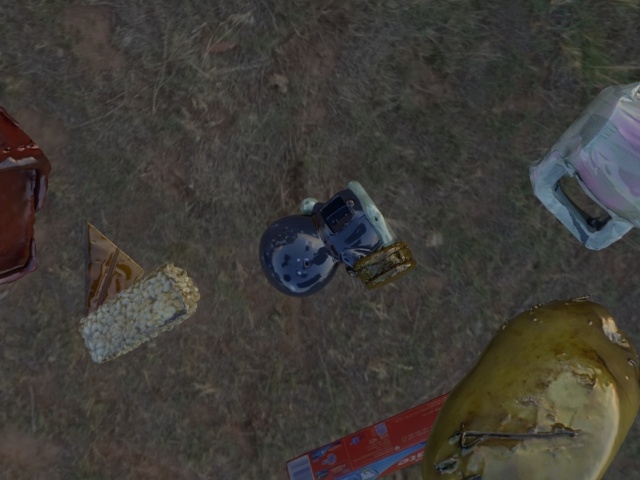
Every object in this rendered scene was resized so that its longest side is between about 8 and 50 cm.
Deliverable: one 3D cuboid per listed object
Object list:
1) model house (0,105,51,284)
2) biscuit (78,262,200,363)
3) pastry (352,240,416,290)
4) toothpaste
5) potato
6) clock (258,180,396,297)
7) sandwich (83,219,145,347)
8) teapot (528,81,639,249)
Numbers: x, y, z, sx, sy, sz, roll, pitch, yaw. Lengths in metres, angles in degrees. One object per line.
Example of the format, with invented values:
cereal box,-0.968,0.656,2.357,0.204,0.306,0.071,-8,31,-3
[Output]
model house,-0.376,-0.069,0.545,0.196,0.254,0.160,-24,149,-40
biscuit,-0.246,0.101,0.903,0.168,0.070,0.082,-32,87,12
pastry,0.106,0.042,1.080,0.097,0.109,0.057,-28,83,34
toothpaste,0.102,0.349,1.110,0.320,0.066,0.076,-24,141,7
potato,0.235,0.176,0.702,0.300,0.172,0.140,-41,127,-27
clock,0.000,0.000,1.219,0.243,0.200,0.146,-32,147,4
sandwich,-0.432,0.080,1.226,0.144,0.117,0.187,38,77,-14
teapot,0.411,-0.113,0.919,0.178,0.221,0.163,33,65,-4
